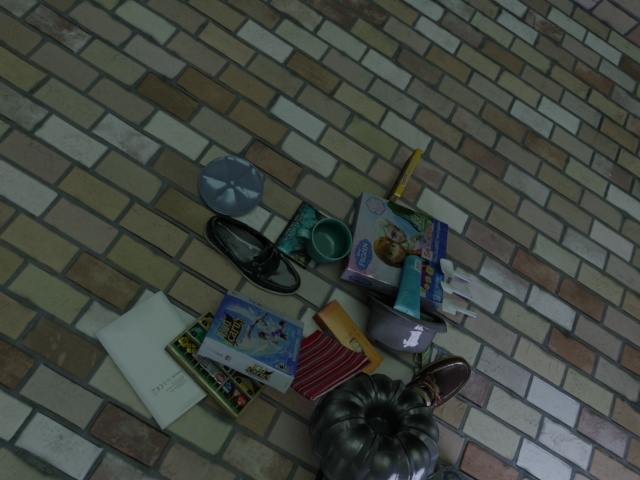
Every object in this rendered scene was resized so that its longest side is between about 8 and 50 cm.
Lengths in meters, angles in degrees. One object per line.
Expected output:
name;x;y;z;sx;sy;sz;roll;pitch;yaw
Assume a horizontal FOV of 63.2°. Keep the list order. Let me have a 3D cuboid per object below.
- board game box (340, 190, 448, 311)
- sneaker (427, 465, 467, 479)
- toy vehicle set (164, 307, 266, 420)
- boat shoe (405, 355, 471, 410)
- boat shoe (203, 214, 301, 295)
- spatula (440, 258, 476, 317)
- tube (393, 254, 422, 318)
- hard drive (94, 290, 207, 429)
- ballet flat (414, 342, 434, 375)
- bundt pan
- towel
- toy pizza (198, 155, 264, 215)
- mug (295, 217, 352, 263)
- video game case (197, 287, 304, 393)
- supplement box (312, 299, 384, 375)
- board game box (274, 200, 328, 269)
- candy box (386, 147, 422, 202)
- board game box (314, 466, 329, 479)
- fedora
board game box;0.244;0.029;1.653;0.318;0.066;0.318;20;54;-9
sneaker;0.304;0.707;1.448;0.297;0.129;0.111;13;43;-33
toy vehicle set;-0.269;0.332;1.410;0.267;0.035;0.166;46;46;-1
boat shoe;0.292;0.445;1.480;0.342;0.123;0.123;-26;88;-7
boat shoe;-0.192;0.036;1.529;0.340;0.113;0.127;41;65;0
spatula;0.441;0.159;1.656;0.242;0.019;0.168;21;60;-47
tube;0.259;0.131;1.500;0.080;0.052;0.207;20;44;-2
hard drive;-0.427;0.316;1.401;0.203;0.040;0.307;-35;84;-24
ballet flat;0.313;0.388;1.599;0.052;0.057;0.168;6;63;15
bundt pan;0.144;0.458;1.275;0.331;0.124;0.331;10;36;-7
towel;-0.013;0.329;1.410;0.199;0.275;0.031;-26;108;-24
toy pizza;-0.277;-0.169;1.621;0.201;0.032;0.201;5;71;-15
mug;0.008;-0.003;1.582;0.158;0.097;0.129;45;65;-5
video game case;-0.174;0.257;1.394;0.244;0.269;0.061;25;111;-6
supplement box;0.080;0.292;1.542;0.078;0.080;0.233;-36;83;-23
board game box;-0.052;-0.018;1.638;0.126;0.026;0.186;33;66;-3
candy box;0.280;-0.210;1.761;0.027;0.105;0.206;31;65;-5
board game box;0.015;0.705;1.298;0.098;0.224;0.303;29;65;-3
fedora;0.234;0.252;1.549;0.275;0.244;0.124;19;96;-21
